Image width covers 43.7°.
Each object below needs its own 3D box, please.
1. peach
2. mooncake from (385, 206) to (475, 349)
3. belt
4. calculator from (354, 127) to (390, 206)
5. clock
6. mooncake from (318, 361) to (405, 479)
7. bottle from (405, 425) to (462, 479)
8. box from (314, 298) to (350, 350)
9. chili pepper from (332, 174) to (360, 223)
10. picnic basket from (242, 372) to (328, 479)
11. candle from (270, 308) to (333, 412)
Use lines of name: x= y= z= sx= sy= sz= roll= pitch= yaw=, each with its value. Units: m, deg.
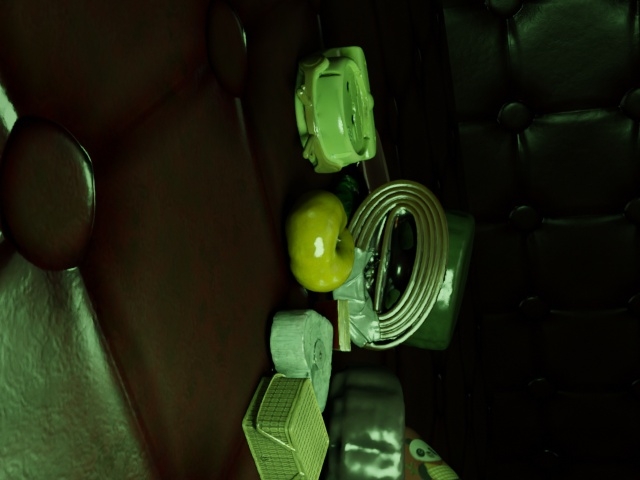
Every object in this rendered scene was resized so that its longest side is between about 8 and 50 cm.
peach: x=0.000 y=0.000 z=1.394 sx=0.179 sy=0.103 sz=0.179 roll=-5 pitch=90 yaw=-75
mooncake: x=0.258 y=0.089 z=1.968 sx=0.356 sy=0.194 sz=0.357 roll=12 pitch=90 yaw=-76
belt: x=0.137 y=0.051 z=1.585 sx=0.122 sy=0.217 sz=0.339 roll=50 pitch=54 yaw=-86
calculator: x=0.129 y=-0.117 z=1.898 sx=0.220 sy=0.048 sz=0.330 roll=-61 pitch=144 yaw=-56
clock: x=0.025 y=-0.244 z=1.528 sx=0.308 sy=0.096 sz=0.235 roll=-43 pitch=128 yaw=-66
mooncake: x=0.064 y=0.354 z=1.399 sx=0.283 sy=0.141 sz=0.283 roll=-175 pitch=-90 yaw=-87
bottle: x=0.171 y=0.458 z=1.543 sx=0.144 sy=0.336 sz=0.144 roll=-21 pitch=131 yaw=-26
box: x=0.020 y=0.152 z=1.435 sx=0.133 sy=0.023 sz=0.090 roll=166 pitch=-75 yaw=-70
chili pepper: x=0.037 y=-0.061 z=1.585 sx=0.224 sy=0.061 sz=0.098 roll=-61 pitch=158 yaw=-64
picnic basket: x=-0.050 y=0.296 z=1.220 sx=0.115 sy=0.079 sz=0.164 roll=-69 pitch=150 yaw=-53
candle: x=-0.028 y=0.189 z=1.331 sx=0.168 sy=0.068 sz=0.192 roll=-63 pitch=149 yaw=-60
